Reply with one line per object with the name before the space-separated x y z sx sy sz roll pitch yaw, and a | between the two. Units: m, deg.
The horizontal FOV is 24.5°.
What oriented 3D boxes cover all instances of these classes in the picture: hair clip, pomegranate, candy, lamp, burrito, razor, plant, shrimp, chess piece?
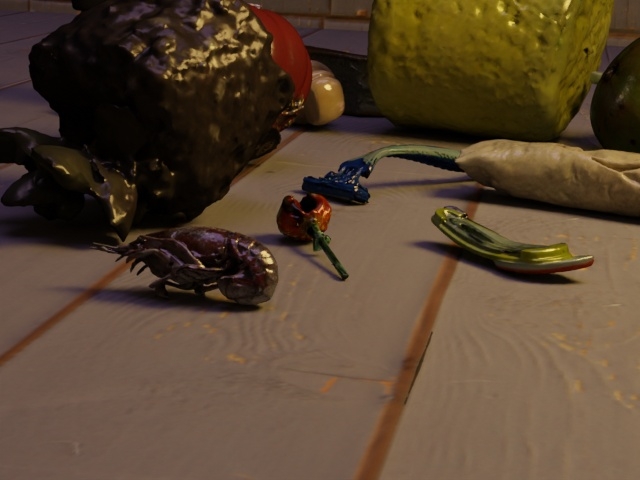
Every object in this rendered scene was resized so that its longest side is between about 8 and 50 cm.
hair clip | 0.170 0.005 1.388 0.060 0.033 0.188 -9 20 -35
pomegranate | 0.462 -0.162 1.901 0.225 0.187 0.187 25 9 -12
candy | 0.000 0.000 1.382 0.055 0.049 0.184 -30 26 -2
lamp | -0.124 -0.202 1.825 0.227 0.227 0.227 2 13 -1
burrito | 0.345 -0.068 1.637 0.392 0.076 0.117 8 13 24
razor | 0.132 -0.089 1.743 0.324 0.056 0.093 -8 15 -39
plant | -0.193 -0.115 1.490 0.215 0.213 0.312 12 52 37
shrimp | -0.114 0.020 1.221 0.165 0.065 0.056 1 -20 15
chess piece | -0.062 -0.243 2.256 0.117 0.117 0.397 -3 16 -21

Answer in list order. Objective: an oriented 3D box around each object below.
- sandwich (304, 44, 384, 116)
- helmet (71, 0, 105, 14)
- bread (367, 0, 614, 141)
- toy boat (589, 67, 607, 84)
sandwich | 0.042 -0.251 2.329 0.258 0.094 0.096 12 15 30
helmet | -0.292 -0.283 2.197 0.193 0.189 0.216 -6 7 -39
bread | 0.250 -0.312 2.117 0.308 0.348 0.348 12 16 20
toy boat | 0.521 -0.184 2.072 0.290 0.100 0.199 9 4 -16
